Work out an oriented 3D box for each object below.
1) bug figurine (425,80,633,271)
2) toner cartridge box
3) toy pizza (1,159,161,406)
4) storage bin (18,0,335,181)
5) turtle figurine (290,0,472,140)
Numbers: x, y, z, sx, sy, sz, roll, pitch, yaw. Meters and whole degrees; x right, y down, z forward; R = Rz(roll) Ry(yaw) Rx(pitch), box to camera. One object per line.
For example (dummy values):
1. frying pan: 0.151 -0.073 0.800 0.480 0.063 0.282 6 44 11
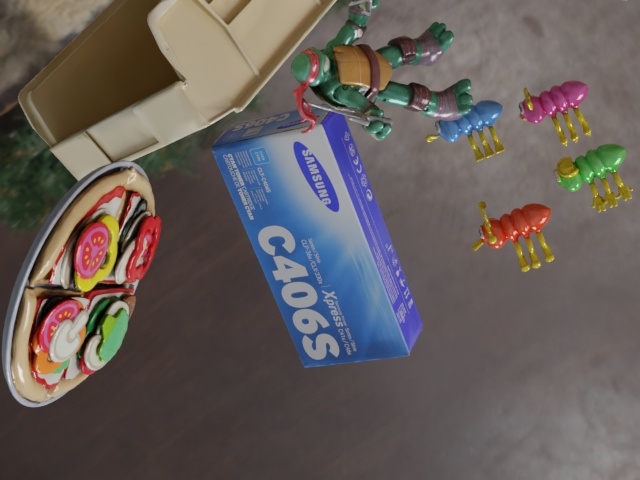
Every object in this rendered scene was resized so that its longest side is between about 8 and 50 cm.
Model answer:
1. bug figurine: 0.257 -0.106 1.619 0.216 0.279 0.072 -25 139 8
2. toner cartridge box: 0.000 0.000 1.711 0.165 0.075 0.347 -11 115 26
3. toy pizza: -0.173 0.036 0.987 0.032 0.201 0.201 22 111 14
4. storage bin: -0.137 -0.200 1.285 0.262 0.260 0.123 -16 120 50
5. turtle figurine: 0.052 -0.186 1.382 0.118 0.234 0.175 -11 83 49
